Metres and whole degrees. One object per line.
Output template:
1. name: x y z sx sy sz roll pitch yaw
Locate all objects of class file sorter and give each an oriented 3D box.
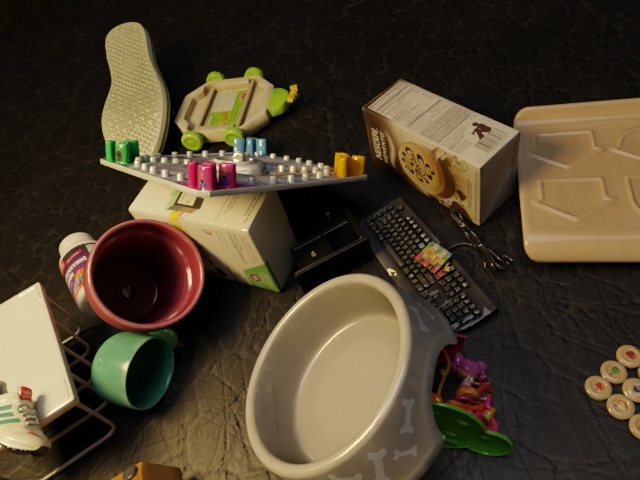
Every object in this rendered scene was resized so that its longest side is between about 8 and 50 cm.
1. file sorter: -0.512 0.261 0.899 0.192 0.173 0.278 -33 52 -11

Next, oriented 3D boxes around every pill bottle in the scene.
1. pill bottle: -0.494 0.067 1.083 0.108 0.108 0.193 -38 52 -13

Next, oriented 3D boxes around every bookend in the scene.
1. bookend: 0.000 0.000 1.009 0.156 0.072 0.157 -27 50 -4

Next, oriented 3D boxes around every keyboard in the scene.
1. keyboard: 0.223 0.023 0.952 0.201 0.033 0.317 -29 52 -6

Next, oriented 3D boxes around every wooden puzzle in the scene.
1. wooden puzzle: 0.209 0.030 0.928 0.049 0.006 0.083 -43 52 -9
2. wooden puzzle: 0.536 -0.108 0.933 0.321 0.081 0.348 -1 58 17

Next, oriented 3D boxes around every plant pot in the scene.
1. plant pot: -0.344 0.080 0.941 0.180 0.201 0.202 -27 34 52

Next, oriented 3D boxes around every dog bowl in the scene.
1. dog bowl: 0.029 0.203 0.740 0.348 0.102 0.349 -33 35 27

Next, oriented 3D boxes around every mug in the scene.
1. mug: -0.337 0.229 0.912 0.097 0.157 0.130 4 88 20

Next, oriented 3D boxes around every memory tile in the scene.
1. memory tile: 0.475 0.231 0.729 0.113 0.012 0.148 -36 53 -12

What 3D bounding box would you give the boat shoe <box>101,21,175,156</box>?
1. boat shoe: -0.505 -0.393 1.415 0.186 0.156 0.501 -15 62 -1

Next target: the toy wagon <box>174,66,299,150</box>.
1. toy wagon: -0.218 -0.355 1.349 0.343 0.068 0.268 -1 54 15

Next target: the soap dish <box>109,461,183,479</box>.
1. soap dish: -0.320 0.463 0.685 0.290 0.118 0.229 -30 31 -5

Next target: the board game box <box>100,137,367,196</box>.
1. board game box: -0.171 -0.161 1.003 0.389 0.051 0.389 -12 23 -43

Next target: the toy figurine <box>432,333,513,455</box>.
1. toy figurine: 0.211 0.219 0.768 0.173 0.130 0.159 19 49 3

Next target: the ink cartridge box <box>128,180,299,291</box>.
1. ink cartridge box: -0.204 -0.021 1.002 0.277 0.201 0.117 11 56 24

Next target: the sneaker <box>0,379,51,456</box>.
1. sneaker: -0.447 0.255 0.738 0.161 0.057 0.075 13 63 26

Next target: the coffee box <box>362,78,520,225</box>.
1. coffee box: 0.236 -0.183 1.017 0.118 0.168 0.297 -41 52 -15
